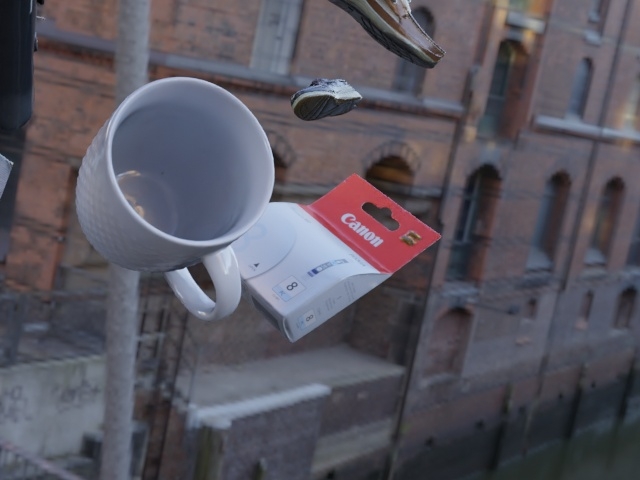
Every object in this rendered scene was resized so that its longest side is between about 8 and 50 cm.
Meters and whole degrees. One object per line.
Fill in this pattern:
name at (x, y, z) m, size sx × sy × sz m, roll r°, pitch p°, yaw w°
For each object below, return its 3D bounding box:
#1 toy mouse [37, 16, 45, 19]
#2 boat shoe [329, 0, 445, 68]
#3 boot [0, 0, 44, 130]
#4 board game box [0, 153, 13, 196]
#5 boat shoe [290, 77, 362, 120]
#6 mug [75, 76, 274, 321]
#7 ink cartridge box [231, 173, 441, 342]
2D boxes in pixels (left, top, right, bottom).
toy mouse at (-0.543, -0.365, 1.865) m, size 0.161 × 0.031 × 0.143 m, roll 20°, pitch -32°, yaw -23°
boat shoe at (0.114, -0.454, 2.160) m, size 0.324 × 0.120 × 0.122 m, roll 37°, pitch 0°, yaw -17°
boot at (-0.383, -0.306, 1.391) m, size 0.146 × 0.445 × 0.367 m, roll 0°, pitch 48°, yaw -25°
board game box at (-0.573, -0.092, 1.749) m, size 0.042 × 0.165 × 0.243 m, roll 12°, pitch -15°, yaw 19°
boat shoe at (0.000, -0.206, 1.646) m, size 0.049 × 0.056 × 0.152 m, roll 54°, pitch 29°, yaw 17°
mug at (-0.242, -0.039, 1.889) m, size 0.276 × 0.374 × 0.328 m, roll -26°, pitch -2°, yaw -30°
ink cartridge box at (0.000, 0.000, 2.321) m, size 0.385 × 0.091 × 0.308 m, roll -34°, pitch 45°, yaw -17°
